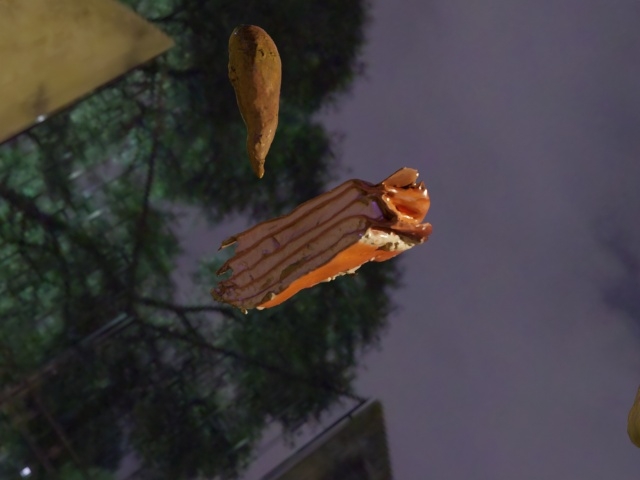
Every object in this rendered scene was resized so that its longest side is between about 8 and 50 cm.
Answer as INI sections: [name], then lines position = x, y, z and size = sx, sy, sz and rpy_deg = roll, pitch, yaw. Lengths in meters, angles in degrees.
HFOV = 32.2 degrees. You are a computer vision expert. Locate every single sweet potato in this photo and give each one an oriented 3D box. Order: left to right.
[sweet potato]
position = -0.075, -0.182, 1.326
size = 0.068, 0.068, 0.226
rpy_deg = 111, -26, -62

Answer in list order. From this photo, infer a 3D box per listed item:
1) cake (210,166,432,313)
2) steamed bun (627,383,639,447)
[cake]
position = 0.002, 0.006, 1.285
size = 0.135, 0.287, 0.098
rpy_deg = 13, 57, -66
[steamed bun]
position = 0.453, 0.096, 0.980
size = 0.237, 0.346, 0.394
rpy_deg = 34, 14, 5
